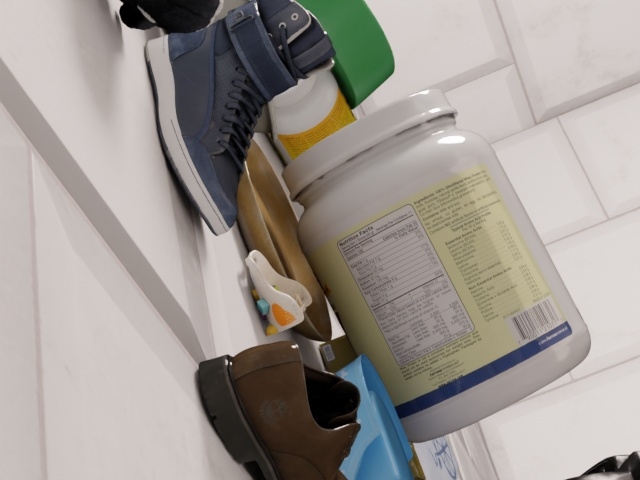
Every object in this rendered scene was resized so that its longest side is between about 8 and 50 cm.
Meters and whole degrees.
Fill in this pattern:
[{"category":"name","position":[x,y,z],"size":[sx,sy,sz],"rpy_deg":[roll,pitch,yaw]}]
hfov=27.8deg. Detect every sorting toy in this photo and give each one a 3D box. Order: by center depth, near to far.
[{"category":"sorting toy","position":[-0.047,0.044,1.217],"size":[0.075,0.045,0.083],"rpy_deg":[60,8,-5]}]

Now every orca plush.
[{"category":"orca plush","position":[-0.165,-0.286,1.091],"size":[0.102,0.151,0.287],"rpy_deg":[17,48,-38]}]

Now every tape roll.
[{"category":"tape roll","position":[-0.034,-0.322,1.764],"size":[0.321,0.077,0.321],"rpy_deg":[47,-8,8]}]

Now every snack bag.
[{"category":"snack bag","position":[0.121,0.258,1.817],"size":[0.342,0.037,0.323],"rpy_deg":[-65,133,-74]}]

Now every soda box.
[{"category":"soda box","position":[0.059,0.195,1.463],"size":[0.061,0.058,0.181],"rpy_deg":[45,24,-71]}]

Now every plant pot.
[{"category":"plant pot","position":[-0.047,0.002,1.368],"size":[0.236,0.032,0.236],"rpy_deg":[-23,90,-83]}]

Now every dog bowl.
[{"category":"dog bowl","position":[0.059,0.258,1.219],"size":[0.166,0.074,0.297],"rpy_deg":[50,18,-68]}]

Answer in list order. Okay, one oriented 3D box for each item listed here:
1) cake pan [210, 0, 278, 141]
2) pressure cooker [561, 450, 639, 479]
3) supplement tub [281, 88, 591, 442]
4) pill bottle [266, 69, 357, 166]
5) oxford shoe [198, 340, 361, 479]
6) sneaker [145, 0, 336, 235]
[{"category":"cake pan","position":[-0.098,-0.247,1.398],"size":[0.293,0.054,0.293],"rpy_deg":[169,-90,-87]},{"category":"pressure cooker","position":[0.311,0.444,1.349],"size":[0.420,0.369,0.375],"rpy_deg":[-105,168,-52]},{"category":"supplement tub","position":[0.118,0.027,1.386],"size":[0.325,0.235,0.235],"rpy_deg":[63,7,5]},{"category":"pill bottle","position":[-0.021,-0.171,1.732],"size":[0.208,0.117,0.118],"rpy_deg":[57,13,-55]},{"category":"oxford shoe","position":[-0.004,0.154,0.972],"size":[0.227,0.096,0.083],"rpy_deg":[62,7,-49]},{"category":"sneaker","position":[-0.059,-0.121,1.135],"size":[0.086,0.163,0.226],"rpy_deg":[60,12,-56]}]
